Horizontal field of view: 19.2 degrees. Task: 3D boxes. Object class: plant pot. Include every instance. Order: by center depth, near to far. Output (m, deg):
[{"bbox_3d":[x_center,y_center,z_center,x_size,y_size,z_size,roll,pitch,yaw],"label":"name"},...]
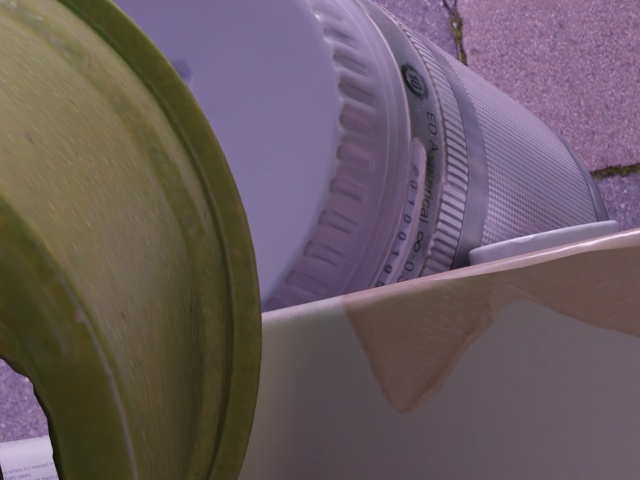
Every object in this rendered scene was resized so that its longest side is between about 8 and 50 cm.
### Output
[{"bbox_3d":[-0.136,0.041,0.438,0.276,0.276,0.254,-11,6,-7],"label":"plant pot"}]

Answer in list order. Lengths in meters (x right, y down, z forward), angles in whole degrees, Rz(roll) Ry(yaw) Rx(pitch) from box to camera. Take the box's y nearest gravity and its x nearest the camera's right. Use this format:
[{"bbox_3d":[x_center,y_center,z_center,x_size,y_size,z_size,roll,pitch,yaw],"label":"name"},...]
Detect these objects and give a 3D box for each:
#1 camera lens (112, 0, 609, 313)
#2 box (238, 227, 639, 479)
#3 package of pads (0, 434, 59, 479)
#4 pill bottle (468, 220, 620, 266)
[{"bbox_3d":[0.000,0.000,0.916,0.219,0.219,0.274,-14,-22,29],"label":"camera lens"},{"bbox_3d":[0.130,0.052,0.591,0.311,0.121,0.148,-14,-4,29],"label":"box"},{"bbox_3d":[-0.219,0.150,0.807,0.296,0.101,0.229,-16,-7,41],"label":"package of pads"},{"bbox_3d":[0.108,0.064,0.798,0.078,0.137,0.078,-11,-5,-1],"label":"pill bottle"}]
